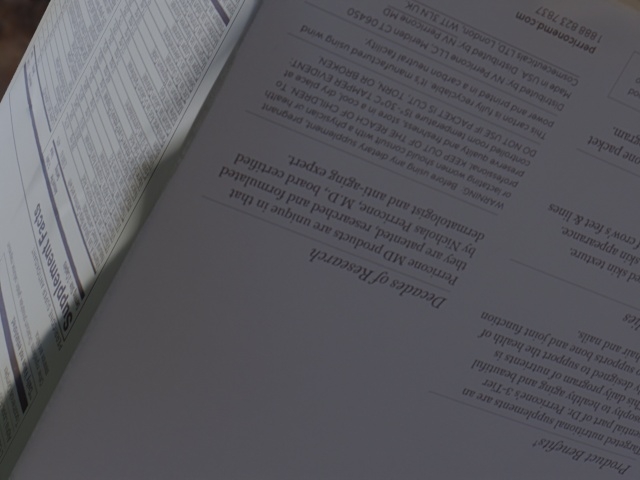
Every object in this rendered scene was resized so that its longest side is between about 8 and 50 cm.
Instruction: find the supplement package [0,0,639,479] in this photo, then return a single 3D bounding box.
[{"bbox_3d":[0.000,0.000,0.568,0.199,0.262,0.198,21,-159,-26],"label":"supplement package"}]
